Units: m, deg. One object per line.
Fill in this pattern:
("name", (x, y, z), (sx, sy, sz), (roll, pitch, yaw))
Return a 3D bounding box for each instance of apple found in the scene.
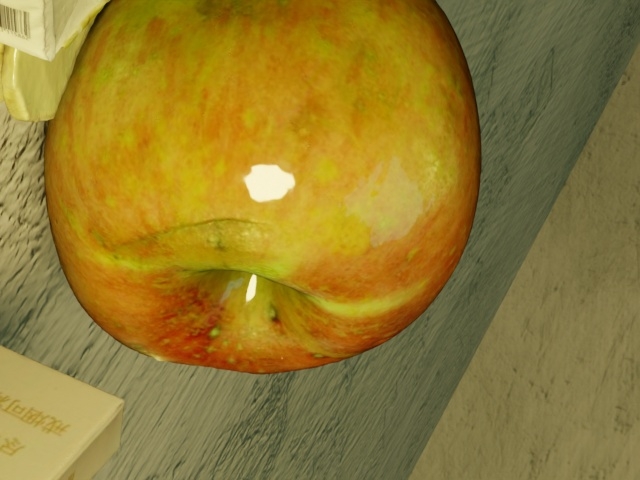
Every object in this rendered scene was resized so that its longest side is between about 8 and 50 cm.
("apple", (-0.043, -0.070, 1.517), (0.339, 0.339, 0.339), (-57, 162, -31))

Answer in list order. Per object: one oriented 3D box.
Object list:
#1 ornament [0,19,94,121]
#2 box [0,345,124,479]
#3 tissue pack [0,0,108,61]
("ornament", (-0.181, -0.189, 1.386), (0.180, 0.059, 0.201), (-28, 136, -70))
("box", (-0.299, 0.177, 1.228), (0.365, 0.205, 0.051), (-48, 155, -49))
("tissue pack", (-0.197, -0.190, 1.154), (0.099, 0.149, 0.106), (-54, 160, -40))
